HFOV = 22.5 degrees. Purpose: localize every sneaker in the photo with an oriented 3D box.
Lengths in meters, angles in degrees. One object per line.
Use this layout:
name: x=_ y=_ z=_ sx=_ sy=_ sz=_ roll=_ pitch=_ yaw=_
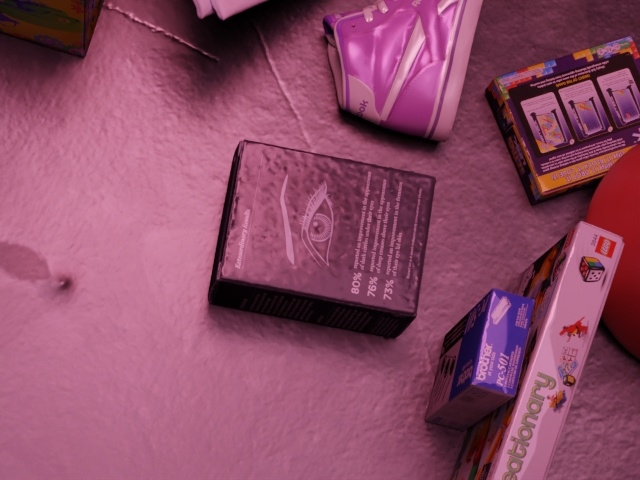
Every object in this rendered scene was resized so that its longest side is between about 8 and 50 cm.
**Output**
sneaker: x=0.091 y=-0.258 z=1.728 sx=0.161 sy=0.102 sz=0.282 roll=14 pitch=73 yaw=-2

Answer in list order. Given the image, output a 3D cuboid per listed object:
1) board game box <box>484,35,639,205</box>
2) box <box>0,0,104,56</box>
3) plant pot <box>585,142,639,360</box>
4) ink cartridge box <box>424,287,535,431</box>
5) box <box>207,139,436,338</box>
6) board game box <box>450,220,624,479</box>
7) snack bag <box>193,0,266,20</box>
board game box: x=0.284 y=-0.131 z=1.748 sx=0.170 sy=0.048 sz=0.141 roll=-17 pitch=80 yaw=-14
box: x=-0.273 y=-0.382 z=1.604 sx=0.177 sy=0.290 sz=0.279 roll=17 pitch=71 yaw=-4
plant pot: x=0.433 y=0.005 z=1.609 sx=0.275 sy=0.243 sz=0.275 roll=1 pitch=84 yaw=-14
ink cartridge box: x=0.153 y=0.120 z=1.571 sx=0.046 sy=0.207 sz=0.097 roll=16 pitch=72 yaw=-4
box: x=0.000 y=0.000 z=1.633 sx=0.207 sy=0.108 sz=0.153 roll=12 pitch=73 yaw=-5
board game box: x=0.201 y=0.148 z=1.579 sx=0.053 sy=0.193 sz=0.305 roll=23 pitch=72 yaw=-3
snack bag: x=-0.049 y=-0.423 z=1.619 sx=0.323 sy=0.037 sz=0.343 roll=-31 pitch=117 yaw=-50
